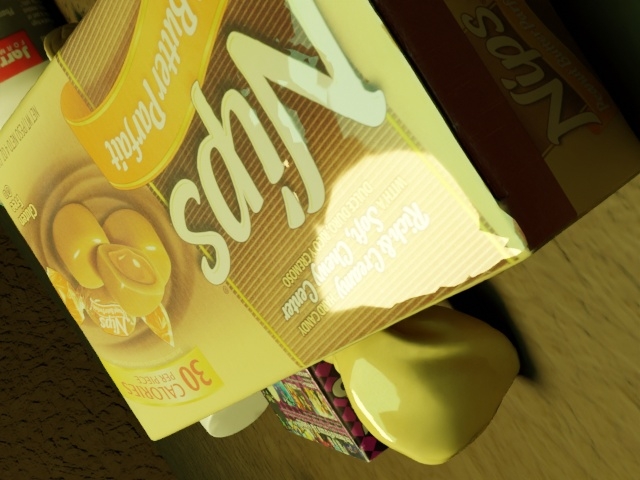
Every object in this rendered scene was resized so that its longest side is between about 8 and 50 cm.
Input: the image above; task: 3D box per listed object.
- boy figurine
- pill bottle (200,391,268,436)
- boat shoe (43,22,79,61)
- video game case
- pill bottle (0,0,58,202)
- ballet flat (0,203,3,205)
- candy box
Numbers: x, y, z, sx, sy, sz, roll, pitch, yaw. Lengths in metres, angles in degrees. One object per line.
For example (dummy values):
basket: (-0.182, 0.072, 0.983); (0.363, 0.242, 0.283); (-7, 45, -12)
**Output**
boy figurine: (0.000, 0.000, 0.691); (0.285, 0.092, 0.177); (48, 161, 27)
pill bottle: (-0.136, 0.108, 1.241); (0.193, 0.108, 0.108); (47, 161, 30)
boat shoe: (-0.195, -0.124, 1.080); (0.170, 0.063, 0.059); (59, 169, 28)
video game case: (-0.036, 0.080, 1.022); (0.210, 0.042, 0.232); (59, 164, -6)
pill bottle: (-0.341, -0.191, 1.187); (0.283, 0.161, 0.161); (58, 164, -5)
ballet flat: (-0.291, -0.044, 1.391); (0.241, 0.077, 0.091); (27, -160, -6)
candy box: (-0.031, -0.035, 0.539); (0.183, 0.088, 0.316); (57, 142, 0)
